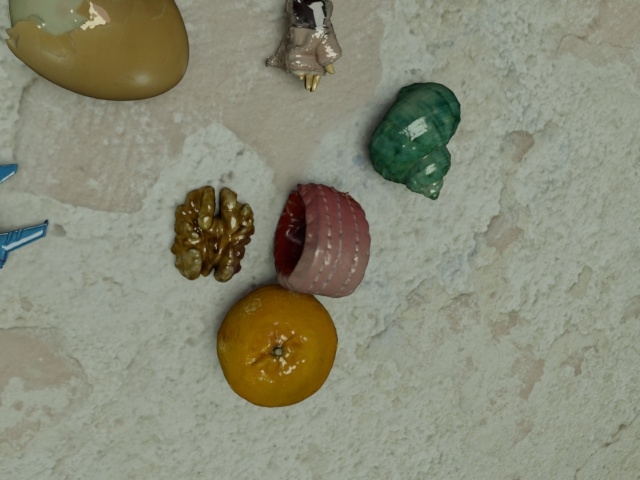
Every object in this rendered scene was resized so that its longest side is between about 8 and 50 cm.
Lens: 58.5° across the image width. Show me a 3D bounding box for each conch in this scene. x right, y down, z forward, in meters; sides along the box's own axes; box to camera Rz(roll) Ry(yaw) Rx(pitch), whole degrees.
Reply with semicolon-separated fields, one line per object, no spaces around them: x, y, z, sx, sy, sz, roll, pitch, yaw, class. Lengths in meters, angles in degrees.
0.182;-0.179;1.034;0.196;0.134;0.203;-10;109;-18;conch

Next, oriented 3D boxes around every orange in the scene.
-0.076;0.189;1.023;0.219;0.193;0.220;-1;110;-4;orange

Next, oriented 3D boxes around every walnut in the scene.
-0.180;-0.007;0.981;0.142;0.069;0.170;5;102;-22;walnut

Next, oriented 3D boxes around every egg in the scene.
-0.293;-0.289;0.773;0.244;0.201;0.201;25;96;-38;egg

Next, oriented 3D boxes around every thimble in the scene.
-0.002;0.007;0.995;0.124;0.190;0.163;14;144;-25;thimble

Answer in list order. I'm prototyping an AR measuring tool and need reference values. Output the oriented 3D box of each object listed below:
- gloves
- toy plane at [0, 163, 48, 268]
-0.020;-0.326;0.929;0.110;0.094;0.144;14;121;-17;gloves
-0.538;0.002;0.823;0.254;0.105;0.272;14;97;-40;toy plane
